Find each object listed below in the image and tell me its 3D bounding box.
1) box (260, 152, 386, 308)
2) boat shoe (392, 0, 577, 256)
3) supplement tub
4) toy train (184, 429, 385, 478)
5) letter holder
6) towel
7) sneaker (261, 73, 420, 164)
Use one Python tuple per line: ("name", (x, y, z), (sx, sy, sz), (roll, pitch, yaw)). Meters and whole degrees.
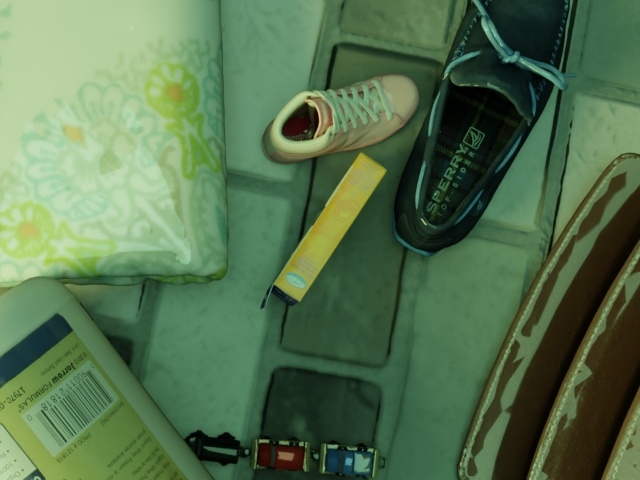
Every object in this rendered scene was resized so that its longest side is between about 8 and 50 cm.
("box", (0.000, 0.000, 1.050), (0.028, 0.081, 0.136), (32, 83, -2))
("boat shoe", (0.140, -0.107, 1.068), (0.109, 0.089, 0.258), (19, 83, -3))
("supplement tub", (-0.180, 0.207, 0.931), (0.228, 0.228, 0.316), (-37, 94, -7))
("toy train", (-0.028, 0.165, 1.053), (0.158, 0.036, 0.027), (5, 84, -4))
("letter holder", (0.254, 0.098, 1.013), (0.214, 0.152, 0.301), (27, 89, 1))
("towel", (-0.261, -0.120, 1.031), (0.375, 0.090, 0.320), (-2, 81, -3))
("sneaker", (0.020, -0.098, 1.067), (0.134, 0.070, 0.051), (-21, 84, -8))
